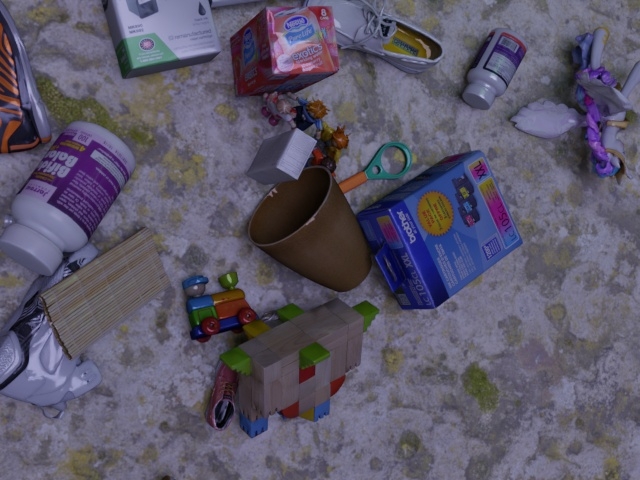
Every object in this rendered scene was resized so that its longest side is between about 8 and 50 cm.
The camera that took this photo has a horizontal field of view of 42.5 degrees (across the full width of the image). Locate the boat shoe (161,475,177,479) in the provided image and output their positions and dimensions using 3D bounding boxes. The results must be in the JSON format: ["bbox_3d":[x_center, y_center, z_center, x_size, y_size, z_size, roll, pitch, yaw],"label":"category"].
[{"bbox_3d":[-0.342,0.661,1.835,0.096,0.098,0.277,13,95,-20],"label":"boat shoe"}]

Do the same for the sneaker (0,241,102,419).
[{"bbox_3d":[-0.538,0.194,1.740,0.210,0.137,0.366,40,70,-26],"label":"sneaker"}]

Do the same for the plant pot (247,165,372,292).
[{"bbox_3d":[0.000,0.000,1.903,0.237,0.237,0.254,-50,122,-13],"label":"plant pot"}]

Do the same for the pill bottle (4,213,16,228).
[{"bbox_3d":[-0.627,-0.038,1.747,0.083,0.043,0.044,4,89,-20],"label":"pill bottle"}]

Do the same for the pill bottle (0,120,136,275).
[{"bbox_3d":[-0.522,-0.084,1.685,0.169,0.169,0.302,35,63,-17],"label":"pill bottle"}]

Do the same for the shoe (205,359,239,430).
[{"bbox_3d":[-0.214,0.346,1.883,0.063,0.081,0.178,19,84,-20],"label":"shoe"}]

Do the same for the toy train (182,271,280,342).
[{"bbox_3d":[-0.191,0.135,1.892,0.247,0.105,0.144,-13,78,-25],"label":"toy train"}]

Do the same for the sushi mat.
[{"bbox_3d":[-0.445,0.106,1.736,0.316,0.019,0.152,-41,119,-47],"label":"sushi mat"}]

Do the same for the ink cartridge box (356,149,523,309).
[{"bbox_3d":[0.271,-0.011,1.990,0.395,0.151,0.270,-32,101,-27],"label":"ink cartridge box"}]

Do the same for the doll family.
[{"bbox_3d":[-0.016,-0.264,1.908,0.118,0.163,0.263,-43,104,-15],"label":"doll family"}]

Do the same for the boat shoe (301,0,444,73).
[{"bbox_3d":[0.138,-0.503,1.967,0.367,0.156,0.136,22,83,-20],"label":"boat shoe"}]

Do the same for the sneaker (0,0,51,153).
[{"bbox_3d":[-0.684,-0.331,1.680,0.180,0.124,0.321,-19,97,-20],"label":"sneaker"}]

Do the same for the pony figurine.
[{"bbox_3d":[0.719,-0.363,2.150,0.351,0.302,0.364,27,66,-27],"label":"pony figurine"}]

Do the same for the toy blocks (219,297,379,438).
[{"bbox_3d":[-0.044,0.308,1.877,0.381,0.190,0.261,-23,130,-34],"label":"toy blocks"}]

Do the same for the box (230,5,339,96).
[{"bbox_3d":[-0.085,-0.410,1.808,0.154,0.300,0.142,-6,93,-20],"label":"box"}]

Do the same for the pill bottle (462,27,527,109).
[{"bbox_3d":[0.442,-0.436,2.107,0.108,0.108,0.194,33,80,-18],"label":"pill bottle"}]

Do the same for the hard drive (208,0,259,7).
[{"bbox_3d":[-0.116,-0.674,1.906,0.352,0.047,0.233,-14,82,-20],"label":"hard drive"}]

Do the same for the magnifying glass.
[{"bbox_3d":[0.130,-0.171,2.038,0.231,0.026,0.092,-29,100,-17],"label":"magnifying glass"}]

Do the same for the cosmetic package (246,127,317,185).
[{"bbox_3d":[-0.091,-0.182,1.841,0.060,0.239,0.099,32,80,-18],"label":"cosmetic package"}]

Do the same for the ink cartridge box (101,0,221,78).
[{"bbox_3d":[-0.363,-0.523,1.799,0.211,0.121,0.289,-17,96,-20],"label":"ink cartridge box"}]
